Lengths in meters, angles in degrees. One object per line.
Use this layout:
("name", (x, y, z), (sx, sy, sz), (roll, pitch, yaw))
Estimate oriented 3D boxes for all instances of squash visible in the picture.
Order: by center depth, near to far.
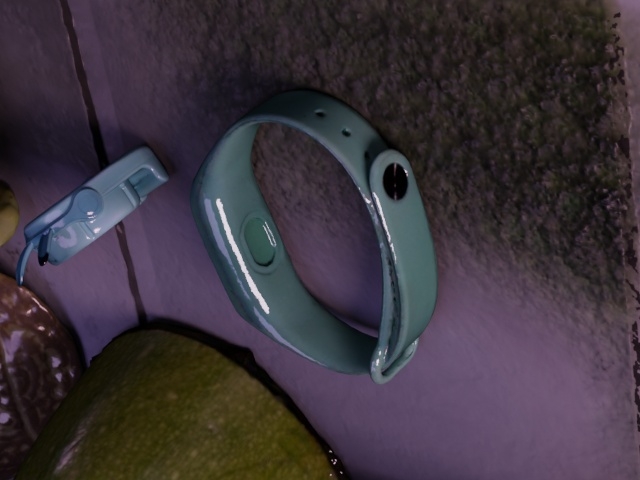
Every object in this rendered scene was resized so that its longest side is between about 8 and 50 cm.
("squash", (-0.174, 0.280, 1.569), (0.310, 0.309, 0.310), (24, 135, 26))

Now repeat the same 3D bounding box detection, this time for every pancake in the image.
("pancake", (-0.346, 0.134, 1.717), (0.250, 0.031, 0.250), (-2, 120, -3))

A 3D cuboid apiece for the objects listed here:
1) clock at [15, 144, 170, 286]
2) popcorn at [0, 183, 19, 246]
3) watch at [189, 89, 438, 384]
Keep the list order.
("clock", (-0.199, -0.018, 1.478), (0.045, 0.147, 0.108), (53, 139, -6))
("popcorn", (-0.444, -0.062, 1.561), (0.279, 0.274, 0.335), (17, 131, 34))
("watch", (0.000, 0.000, 1.390), (0.195, 0.068, 0.237), (-5, 113, 40))
